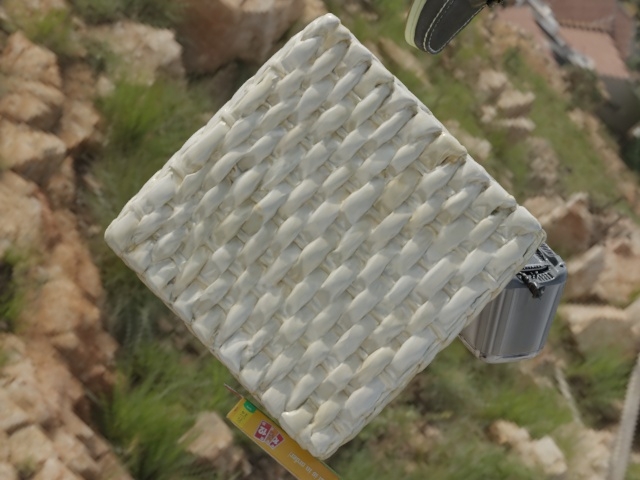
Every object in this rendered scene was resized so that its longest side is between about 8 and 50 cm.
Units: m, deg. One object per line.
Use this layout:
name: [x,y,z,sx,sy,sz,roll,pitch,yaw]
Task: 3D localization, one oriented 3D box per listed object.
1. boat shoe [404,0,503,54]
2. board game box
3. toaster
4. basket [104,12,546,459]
boat shoe: [0.167,-0.261,1.141,0.073,0.223,0.080,44,14,23]
board game box: [-0.009,0.244,1.295,0.259,0.039,0.124,42,-8,3]
toaster: [0.241,0.064,1.642,0.129,0.146,0.227,-6,33,-22]
basket: [0.000,0.000,1.238,0.328,0.331,0.266,46,1,2]
